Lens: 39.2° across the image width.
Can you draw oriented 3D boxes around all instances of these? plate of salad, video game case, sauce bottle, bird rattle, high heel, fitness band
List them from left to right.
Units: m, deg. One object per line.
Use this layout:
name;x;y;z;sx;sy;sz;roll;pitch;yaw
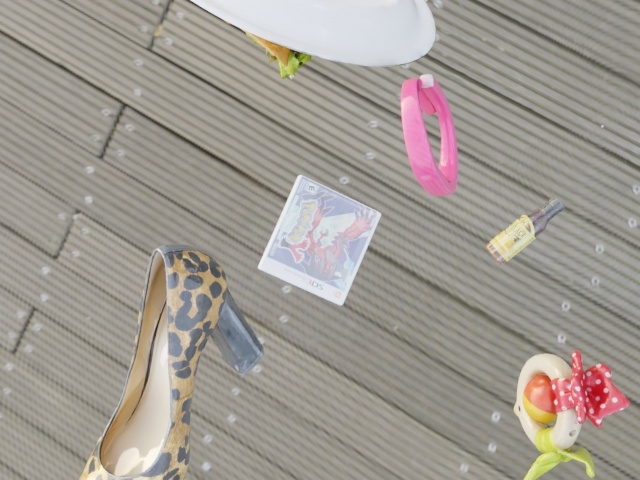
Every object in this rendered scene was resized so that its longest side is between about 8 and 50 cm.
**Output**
high heel;-0.166;0.131;0.773;0.093;0.186;0.261;23;63;35
plate of salad;-0.027;-0.153;0.511;0.200;0.200;0.048;37;127;10
video game case;0.000;0.000;1.757;0.184;0.023;0.201;25;82;-13
fitness band;0.218;-0.200;1.752;0.054;0.291;0.208;-8;75;20
sauce bottle;0.309;-0.017;1.358;0.128;0.042;0.042;-42;84;6
bird rattle;0.385;0.278;1.494;0.143;0.207;0.253;-9;121;-16

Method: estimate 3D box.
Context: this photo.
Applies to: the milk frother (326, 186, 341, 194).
milk frother;0.031;-0.031;1.946;0.129;0.143;0.134;30;89;2
